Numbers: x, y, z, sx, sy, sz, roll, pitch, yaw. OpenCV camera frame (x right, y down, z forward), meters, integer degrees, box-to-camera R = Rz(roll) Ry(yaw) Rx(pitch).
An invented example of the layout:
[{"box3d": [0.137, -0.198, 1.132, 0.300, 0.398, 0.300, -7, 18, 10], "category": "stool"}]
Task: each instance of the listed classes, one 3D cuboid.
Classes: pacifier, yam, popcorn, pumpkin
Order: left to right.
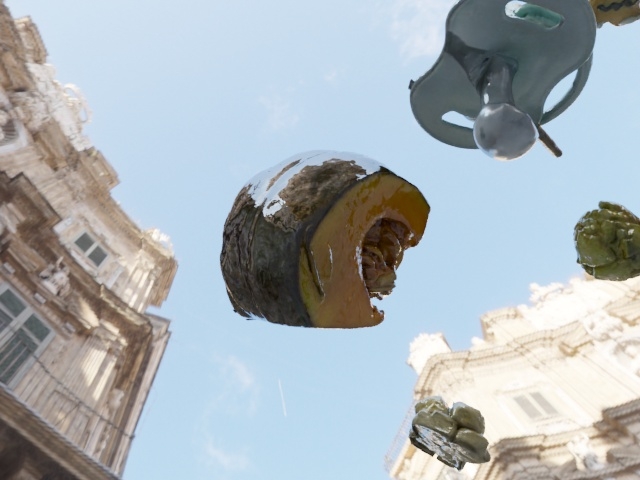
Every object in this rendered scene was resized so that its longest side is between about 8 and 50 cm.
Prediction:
[{"box3d": [0.000, 0.000, 0.882, 0.256, 0.225, 0.303, 38, -112, -36], "category": "pumpkin"}, {"box3d": [0.302, -0.234, 0.939, 0.288, 0.269, 0.343, 11, -35, -8], "category": "pacifier"}, {"box3d": [0.406, -0.178, 1.045, 0.116, 0.021, 0.021, 27, -79, -41], "category": "yam"}, {"box3d": [0.436, 0.007, 0.870, 0.120, 0.116, 0.106, 16, -45, -6], "category": "popcorn"}]

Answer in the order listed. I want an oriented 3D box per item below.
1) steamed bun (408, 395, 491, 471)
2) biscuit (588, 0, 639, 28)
[{"box3d": [0.296, 0.427, 1.304, 0.106, 0.192, 0.178, -54, -32, -29], "category": "steamed bun"}, {"box3d": [0.553, -0.475, 1.058, 0.158, 0.240, 0.035, -14, -117, 1], "category": "biscuit"}]
